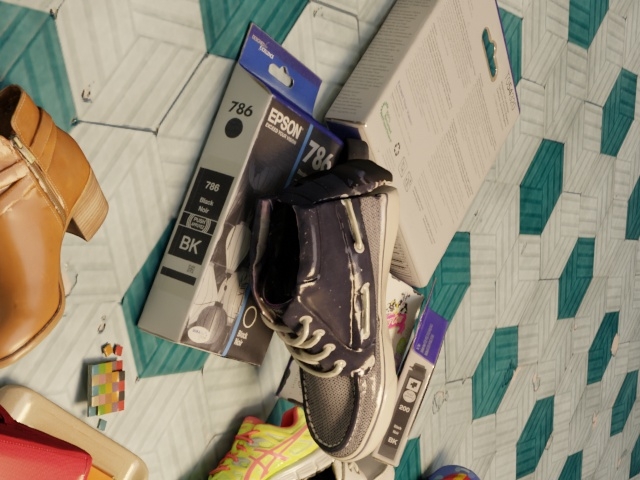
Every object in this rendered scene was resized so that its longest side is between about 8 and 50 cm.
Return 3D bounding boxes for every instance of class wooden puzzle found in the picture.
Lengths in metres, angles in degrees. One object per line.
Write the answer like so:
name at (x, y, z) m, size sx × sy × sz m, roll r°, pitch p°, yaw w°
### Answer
wooden puzzle at (-0.263, 0.269, 1.016) m, size 0.221 × 0.044 × 0.238 m, roll -62°, pitch 147°, yaw -17°
wooden puzzle at (-0.205, 0.140, 1.063) m, size 0.049 × 0.006 × 0.083 m, roll -1°, pitch 91°, yaw -61°

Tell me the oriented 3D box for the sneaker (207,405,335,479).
sneaker at (-0.083, 0.255, 1.283) m, size 0.208 × 0.081 × 0.094 m, roll -19°, pitch 84°, yaw -41°

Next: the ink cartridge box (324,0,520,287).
ink cartridge box at (0.144, -0.162, 1.437) m, size 0.330 × 0.071 × 0.324 m, roll -59°, pitch 146°, yaw -27°

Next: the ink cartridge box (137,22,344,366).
ink cartridge box at (-0.067, -0.042, 1.162) m, size 0.165 × 0.065 × 0.332 m, roll 26°, pitch 81°, yaw -58°

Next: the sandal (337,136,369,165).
sandal at (0.000, -0.001, 1.282) m, size 0.097 × 0.055 × 0.254 m, roll -104°, pitch -155°, yaw -67°

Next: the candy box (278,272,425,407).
candy box at (0.045, 0.132, 1.416) m, size 0.165 × 0.070 × 0.196 m, roll 32°, pitch 78°, yaw -59°

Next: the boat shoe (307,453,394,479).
boat shoe at (0.010, 0.309, 1.423) m, size 0.277 × 0.098 × 0.096 m, roll -19°, pitch 121°, yaw -52°

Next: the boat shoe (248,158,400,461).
boat shoe at (-0.008, 0.090, 1.164) m, size 0.158 × 0.127 × 0.340 m, roll -16°, pitch 111°, yaw -48°

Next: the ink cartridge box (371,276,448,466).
ink cartridge box at (0.131, 0.172, 1.503) m, size 0.206 × 0.045 × 0.208 m, roll -48°, pitch 156°, yaw -74°

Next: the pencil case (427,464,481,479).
pencil case at (0.156, 0.479, 1.724) m, size 0.306 × 0.119 × 0.133 m, roll -38°, pitch 156°, yaw -45°

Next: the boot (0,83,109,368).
boot at (-0.252, -0.011, 0.874) m, size 0.152 × 0.073 × 0.197 m, roll 65°, pitch 39°, yaw -50°

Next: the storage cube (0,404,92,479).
storage cube at (-0.312, 0.195, 0.765) m, size 0.193 × 0.184 × 0.215 m, roll 36°, pitch 74°, yaw -57°
